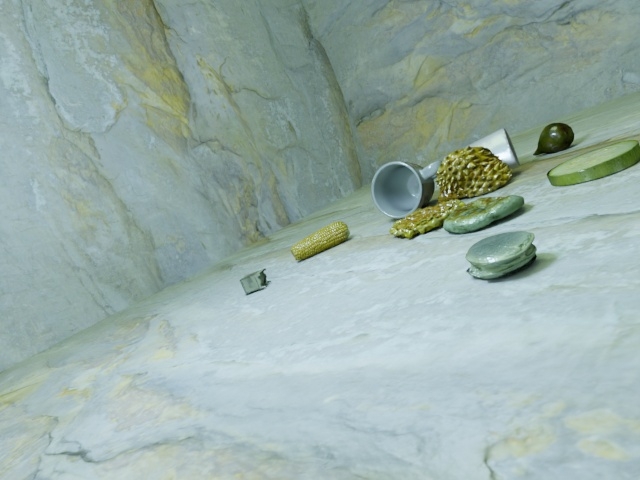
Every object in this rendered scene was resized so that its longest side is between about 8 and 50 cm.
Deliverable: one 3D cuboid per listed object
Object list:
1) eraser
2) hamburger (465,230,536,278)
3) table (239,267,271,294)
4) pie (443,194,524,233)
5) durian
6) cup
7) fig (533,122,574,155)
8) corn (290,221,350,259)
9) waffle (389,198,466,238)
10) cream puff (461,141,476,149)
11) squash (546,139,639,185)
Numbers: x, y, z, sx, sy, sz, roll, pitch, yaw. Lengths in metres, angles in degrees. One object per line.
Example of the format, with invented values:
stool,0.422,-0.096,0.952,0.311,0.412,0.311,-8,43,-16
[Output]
eraser,0.648,-0.321,1.950,0.270,0.174,0.095,-26,-31,32
hamburger,0.357,0.030,0.947,0.133,0.062,0.140,-30,12,-21
table,-0.238,0.151,1.769,0.083,0.062,0.079,-21,8,15
pie,0.469,-0.083,1.387,0.241,0.054,0.240,-24,6,3
durian,0.560,-0.258,1.810,0.305,0.195,0.185,-18,16,16
cup,0.393,-0.243,1.984,0.301,0.227,0.257,-33,-7,37
fig,0.958,-0.425,2.011,0.133,0.126,0.185,-44,22,-31
corn,0.000,0.002,1.991,0.260,0.091,0.091,-25,-27,-9
waffle,0.364,-0.077,1.642,0.291,0.051,0.291,-23,7,3
cream puff,0.723,-0.360,2.110,0.240,0.164,0.240,-9,16,3
squash,0.804,-0.223,1.420,0.252,0.048,0.252,-25,8,4
